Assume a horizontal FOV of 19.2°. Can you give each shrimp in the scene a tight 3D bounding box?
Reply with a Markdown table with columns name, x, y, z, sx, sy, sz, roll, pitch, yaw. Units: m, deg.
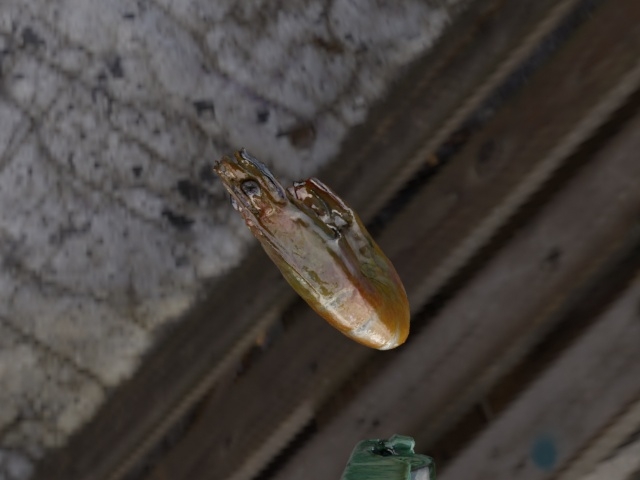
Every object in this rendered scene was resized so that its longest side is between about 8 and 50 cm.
| name | x | y | z | sx | sy | sz | roll | pitch | yaw |
| --- | --- | --- | --- | --- | --- | --- | --- | --- | --- |
| shrimp | 0.000 | 0.000 | 1.657 | 0.068 | 0.150 | 0.248 | -32 | 127 | 20 |

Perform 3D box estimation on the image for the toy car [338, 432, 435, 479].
| name | x | y | z | sx | sy | sz | roll | pitch | yaw |
| --- | --- | --- | --- | --- | --- | --- | --- | --- | --- |
| toy car | 0.030 | 0.228 | 1.307 | 0.097 | 0.321 | 0.141 | -1 | 98 | 5 |
